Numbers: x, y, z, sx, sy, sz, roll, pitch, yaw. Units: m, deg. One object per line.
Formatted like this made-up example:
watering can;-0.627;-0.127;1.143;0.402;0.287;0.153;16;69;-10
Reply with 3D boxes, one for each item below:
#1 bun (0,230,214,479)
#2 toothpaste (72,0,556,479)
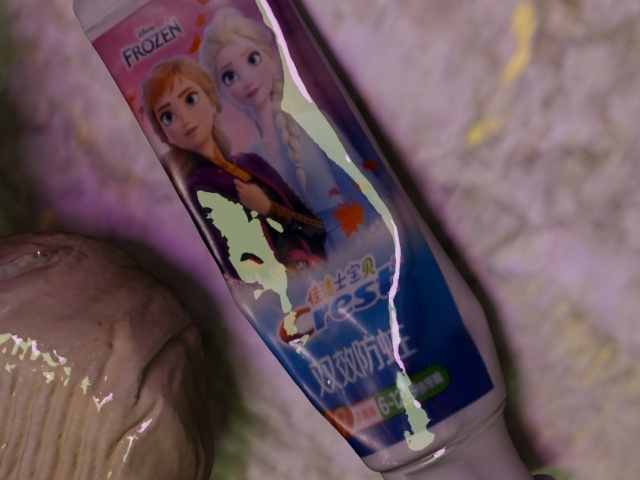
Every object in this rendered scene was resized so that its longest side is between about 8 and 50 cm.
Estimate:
bun;-0.117;0.065;0.722;0.173;0.113;0.166;-27;110;33
toothpaste;0.000;0.000;0.670;0.096;0.061;0.266;-28;96;36
